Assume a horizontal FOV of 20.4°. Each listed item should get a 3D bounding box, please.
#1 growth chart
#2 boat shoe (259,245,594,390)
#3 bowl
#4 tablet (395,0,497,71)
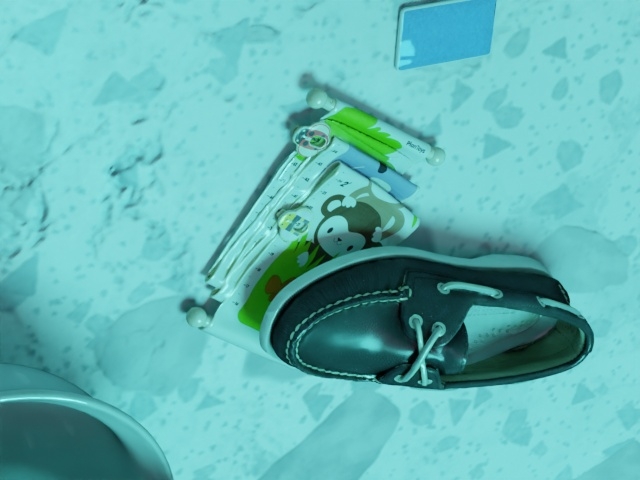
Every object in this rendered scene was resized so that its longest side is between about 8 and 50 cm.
[{"bbox_3d":[0.000,0.000,1.400,0.172,0.021,0.237,16,113,-38],"label":"growth chart"},{"bbox_3d":[0.095,0.070,1.437,0.302,0.091,0.114,-8,128,-33],"label":"boat shoe"},{"bbox_3d":[-0.267,0.196,1.307,0.298,0.134,0.298,-15,128,-21],"label":"bowl"},{"bbox_3d":[0.096,-0.158,1.351,0.083,0.006,0.054,-12,128,-22],"label":"tablet"}]
